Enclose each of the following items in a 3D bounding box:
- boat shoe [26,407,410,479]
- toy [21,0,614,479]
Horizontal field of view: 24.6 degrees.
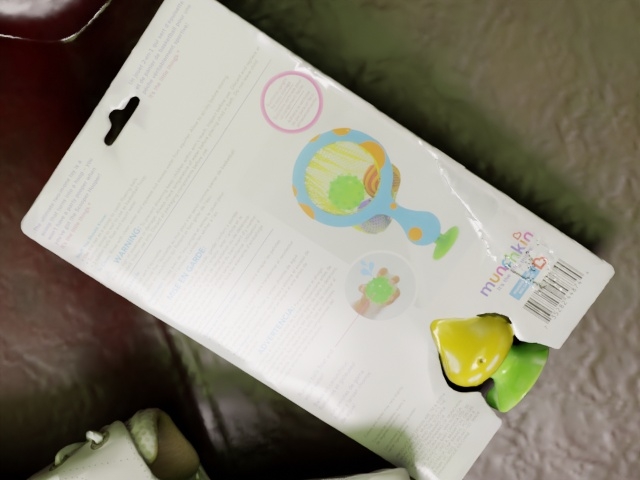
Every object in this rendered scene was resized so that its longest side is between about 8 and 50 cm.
[{"bbox_3d":[-0.087,0.129,0.711,0.277,0.098,0.096,4,85,12],"label":"boat shoe"},{"bbox_3d":[0.000,0.000,0.685,0.237,0.056,0.137,34,101,-5],"label":"toy"}]
